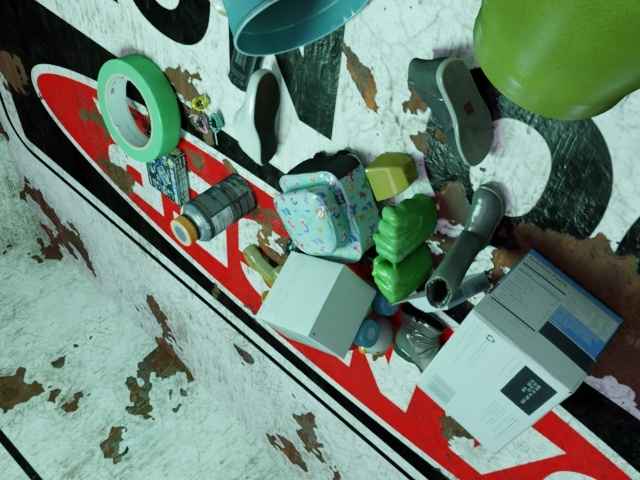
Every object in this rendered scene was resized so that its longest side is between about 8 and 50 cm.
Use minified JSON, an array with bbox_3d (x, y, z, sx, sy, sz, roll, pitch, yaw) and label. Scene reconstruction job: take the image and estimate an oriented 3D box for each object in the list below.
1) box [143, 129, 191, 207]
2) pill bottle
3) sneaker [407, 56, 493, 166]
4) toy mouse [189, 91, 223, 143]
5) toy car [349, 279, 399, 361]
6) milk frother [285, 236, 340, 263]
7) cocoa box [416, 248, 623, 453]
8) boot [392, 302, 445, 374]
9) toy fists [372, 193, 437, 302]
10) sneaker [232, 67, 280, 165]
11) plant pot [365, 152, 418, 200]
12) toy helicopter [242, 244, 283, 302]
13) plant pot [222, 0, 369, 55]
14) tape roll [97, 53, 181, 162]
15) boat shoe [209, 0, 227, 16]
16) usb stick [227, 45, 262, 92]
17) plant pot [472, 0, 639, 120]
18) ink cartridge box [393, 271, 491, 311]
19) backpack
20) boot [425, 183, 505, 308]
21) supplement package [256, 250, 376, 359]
[{"bbox_3d":[-0.516,-0.239,2.181,0.175,0.051,0.220,34,144,26],"label":"box"},{"bbox_3d":[-0.317,-0.083,1.903,0.130,0.245,0.130,32,142,29],"label":"pill bottle"},{"bbox_3d":[0.244,-0.247,1.219,0.118,0.083,0.222,37,157,56],"label":"sneaker"},{"bbox_3d":[-0.316,-0.342,1.848,0.161,0.031,0.143,-7,116,54],"label":"toy mouse"},{"bbox_3d":[0.120,0.249,1.750,0.219,0.210,0.238,2,135,47],"label":"toy car"},{"bbox_3d":[0.000,0.000,1.741,0.134,0.129,0.143,29,126,-31],"label":"milk frother"},{"bbox_3d":[0.397,0.235,1.341,0.231,0.228,0.347,41,146,17],"label":"cocoa box"},{"bbox_3d":[0.291,0.274,1.659,0.246,0.083,0.161,32,137,25],"label":"boot"},{"bbox_3d":[0.183,0.024,1.482,0.096,0.142,0.279,30,142,30],"label":"toy fists"},{"bbox_3d":[-0.177,-0.318,1.626,0.123,0.106,0.290,36,146,19],"label":"sneaker"},{"bbox_3d":[0.162,-0.143,1.409,0.083,0.081,0.081,-5,118,40],"label":"plant pot"},{"bbox_3d":[-0.128,0.143,2.041,0.355,0.140,0.235,43,158,33],"label":"toy helicopter"},{"bbox_3d":[-0.075,-0.518,1.184,0.271,0.271,0.255,-25,85,57],"label":"plant pot"},{"bbox_3d":[-0.561,-0.403,2.002,0.321,0.077,0.321,25,130,33],"label":"tape roll"},{"bbox_3d":[-0.228,-0.630,1.409,0.096,0.098,0.277,-25,94,32],"label":"boat shoe"},{"bbox_3d":[-0.165,-0.461,1.531,0.077,0.045,0.278,40,146,6],"label":"usb stick"},{"bbox_3d":[0.349,-0.332,0.772,0.366,0.366,0.353,45,158,11],"label":"plant pot"},{"bbox_3d":[0.270,0.126,1.467,0.179,0.145,0.045,-28,84,57],"label":"ink cartridge box"},{"bbox_3d":[0.028,-0.063,1.563,0.225,0.191,0.254,1,128,50],"label":"backpack"},{"bbox_3d":[0.281,0.012,1.284,0.076,0.208,0.190,28,141,31],"label":"boot"},{"bbox_3d":[-0.010,0.157,1.612,0.203,0.194,0.149,13,159,47],"label":"supplement package"}]
